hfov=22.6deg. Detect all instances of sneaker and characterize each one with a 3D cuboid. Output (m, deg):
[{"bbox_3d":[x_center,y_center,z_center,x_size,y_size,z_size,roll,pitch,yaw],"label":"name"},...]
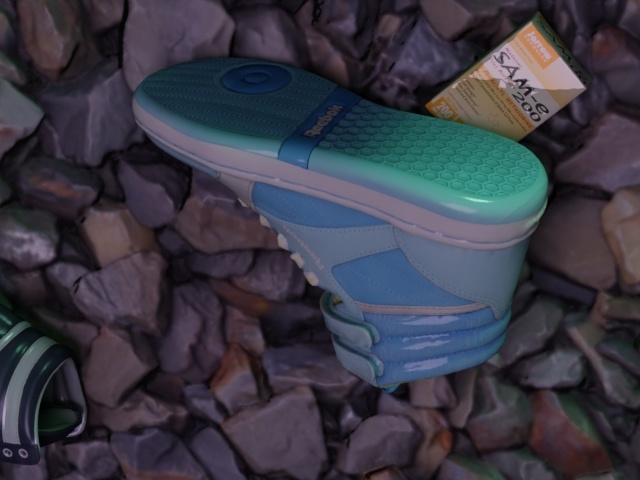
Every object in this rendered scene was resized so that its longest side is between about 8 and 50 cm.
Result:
[{"bbox_3d":[-0.290,0.180,1.315,0.153,0.099,0.282,25,111,10],"label":"sneaker"},{"bbox_3d":[0.000,0.000,1.150,0.319,0.127,0.208,22,129,26],"label":"sneaker"}]

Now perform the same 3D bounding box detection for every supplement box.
[{"bbox_3d":[0.131,-0.103,1.114,0.098,0.036,0.062,-39,94,25],"label":"supplement box"}]
